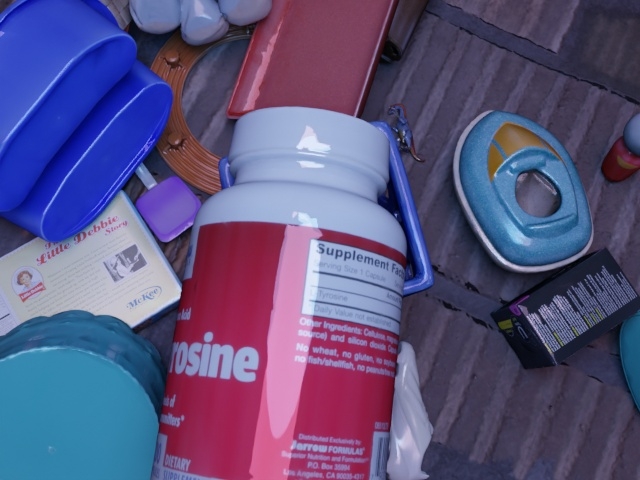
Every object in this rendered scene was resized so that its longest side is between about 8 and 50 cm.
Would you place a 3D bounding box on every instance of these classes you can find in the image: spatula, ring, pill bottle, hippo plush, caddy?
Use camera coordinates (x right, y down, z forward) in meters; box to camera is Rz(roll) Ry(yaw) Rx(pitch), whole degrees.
[{"bbox_3d":[-0.289,-0.128,1.077,0.084,0.030,0.296,-37,81,-12],"label":"spatula"},{"bbox_3d":[-0.109,-0.225,1.113,0.337,0.032,0.336,1,76,-3],"label":"ring"},{"bbox_3d":[-0.032,0.083,0.728,0.229,0.229,0.407,7,77,-2],"label":"pill bottle"},{"bbox_3d":[-0.208,-0.453,1.083,0.294,0.234,0.236,22,32,-20],"label":"hippo plush"},{"bbox_3d":[-0.366,-0.168,0.942,0.179,0.241,0.341,31,79,23],"label":"caddy"}]

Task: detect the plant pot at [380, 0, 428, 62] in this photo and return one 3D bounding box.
[{"bbox_3d":[0.097,-0.380,1.104,0.167,0.167,0.165,20,83,1],"label":"plant pot"}]

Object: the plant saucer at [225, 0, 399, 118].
[{"bbox_3d":[-0.001,-0.282,1.021,0.259,0.048,0.258,11,80,42],"label":"plant saucer"}]

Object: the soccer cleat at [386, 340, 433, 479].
[{"bbox_3d":[0.125,0.243,1.004,0.076,0.068,0.196,6,83,-8],"label":"soccer cleat"}]

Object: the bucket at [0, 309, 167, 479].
[{"bbox_3d":[-0.320,0.230,0.874,0.282,0.183,0.280,-1,95,-13],"label":"bucket"}]

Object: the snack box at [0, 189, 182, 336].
[{"bbox_3d":[-0.372,0.088,1.005,0.322,0.060,0.187,-31,81,-10],"label":"snack box"}]

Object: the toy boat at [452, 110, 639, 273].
[{"bbox_3d":[0.358,-0.105,1.049,0.319,0.148,0.267,-18,70,-10],"label":"toy boat"}]

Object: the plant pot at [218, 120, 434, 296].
[{"bbox_3d":[0.000,0.000,0.974,0.236,0.212,0.235,-14,77,-7],"label":"plant pot"}]

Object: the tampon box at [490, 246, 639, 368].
[{"bbox_3d":[0.352,0.101,1.020,0.161,0.120,0.101,-30,81,-11],"label":"tampon box"}]

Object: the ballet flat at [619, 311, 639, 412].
[{"bbox_3d":[0.531,0.256,1.011,0.123,0.123,0.348,-13,77,-7],"label":"ballet flat"}]

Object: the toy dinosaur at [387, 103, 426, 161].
[{"bbox_3d":[0.129,-0.176,1.124,0.090,0.047,0.082,29,64,-31],"label":"toy dinosaur"}]

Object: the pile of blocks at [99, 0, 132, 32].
[{"bbox_3d":[-0.434,-0.277,1.080,0.362,0.149,0.112,-27,123,-1],"label":"pile of blocks"}]
